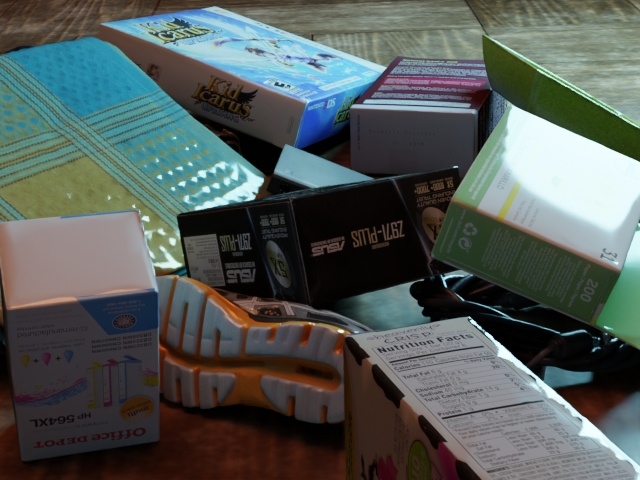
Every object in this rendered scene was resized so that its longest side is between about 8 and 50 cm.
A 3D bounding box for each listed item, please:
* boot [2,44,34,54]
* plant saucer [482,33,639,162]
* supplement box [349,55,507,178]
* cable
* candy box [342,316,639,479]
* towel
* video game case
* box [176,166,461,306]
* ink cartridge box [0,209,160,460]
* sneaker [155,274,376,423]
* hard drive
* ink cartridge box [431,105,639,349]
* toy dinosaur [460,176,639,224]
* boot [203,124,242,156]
[{"bbox_3d":[-0.373,-0.117,1.612,0.219,0.106,0.082,-27,58,0],"label":"boot"},{"bbox_3d":[0.252,-0.127,1.490,0.188,0.045,0.188,26,12,-18],"label":"plant saucer"},{"bbox_3d":[0.119,-0.134,1.579,0.130,0.073,0.239,4,21,15],"label":"supplement box"},{"bbox_3d":[0.151,0.048,1.087,0.151,0.047,0.184,-13,21,-27],"label":"cable"},{"bbox_3d":[0.077,0.147,0.639,0.071,0.159,0.233,-7,19,-16],"label":"candy box"},{"bbox_3d":[-0.206,-0.050,1.200,0.271,0.040,0.370,41,31,13],"label":"towel"},{"bbox_3d":[-0.077,-0.183,1.627,0.244,0.061,0.269,21,19,17],"label":"video game case"},{"bbox_3d":[0.000,0.000,1.120,0.147,0.077,0.180,-13,4,-32],"label":"box"},{"bbox_3d":[-0.152,0.066,0.948,0.092,0.143,0.090,-7,37,-13],"label":"ink cartridge box"},{"bbox_3d":[-0.040,0.074,1.004,0.215,0.084,0.083,15,12,33],"label":"sneaker"},{"bbox_3d":[0.023,-0.040,1.323,0.135,0.022,0.094,22,19,-3],"label":"hard drive"},{"bbox_3d":[0.210,0.004,1.043,0.235,0.056,0.171,24,33,9],"label":"ink cartridge box"},{"bbox_3d":[0.268,-0.013,1.201,0.314,0.121,0.160,-3,7,12],"label":"toy dinosaur"},{"bbox_3d":[-0.183,-0.109,1.550,0.229,0.091,0.263,13,27,23],"label":"boot"}]
